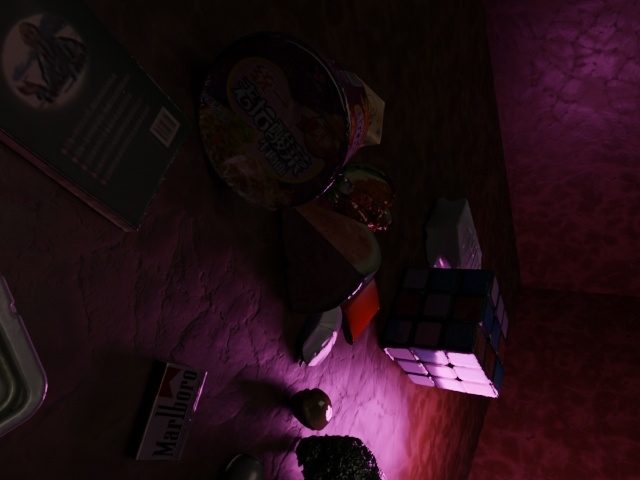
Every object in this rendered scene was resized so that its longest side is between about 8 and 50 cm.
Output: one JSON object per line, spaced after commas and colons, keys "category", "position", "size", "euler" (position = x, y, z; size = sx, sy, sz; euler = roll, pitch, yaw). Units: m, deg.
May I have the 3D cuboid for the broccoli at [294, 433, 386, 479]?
{"category": "broccoli", "position": [0.034, 0.656, 1.324], "size": [0.254, 0.269, 0.269], "euler": [-14, 104, -51]}

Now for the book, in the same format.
{"category": "book", "position": [-0.378, -0.217, 0.785], "size": [0.371, 0.043, 0.260], "euler": [50, 50, -47]}

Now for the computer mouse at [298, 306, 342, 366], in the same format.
{"category": "computer mouse", "position": [0.009, 0.255, 1.366], "size": [0.113, 0.068, 0.229], "euler": [56, 48, -39]}

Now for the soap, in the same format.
{"category": "soap", "position": [0.591, 0.057, 2.150], "size": [0.261, 0.156, 0.446], "euler": [-61, 139, -34]}

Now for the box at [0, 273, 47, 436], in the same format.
{"category": "box", "position": [-0.470, 0.082, 0.537], "size": [0.175, 0.182, 0.312], "euler": [-35, 121, -51]}

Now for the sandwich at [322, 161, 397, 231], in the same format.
{"category": "sandwich", "position": [0.129, -0.126, 1.421], "size": [0.212, 0.109, 0.292], "euler": [48, 29, -1]}

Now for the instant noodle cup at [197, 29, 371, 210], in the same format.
{"category": "instant noodle cup", "position": [-0.053, -0.259, 1.051], "size": [0.266, 0.339, 0.340], "euler": [-40, 125, -62]}

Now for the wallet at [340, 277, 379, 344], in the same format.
{"category": "wallet", "position": [0.121, 0.215, 1.553], "size": [0.204, 0.045, 0.142], "euler": [-41, 123, -48]}

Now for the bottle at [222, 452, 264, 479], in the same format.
{"category": "bottle", "position": [-0.208, 0.593, 1.062], "size": [0.096, 0.079, 0.254], "euler": [33, 59, -9]}

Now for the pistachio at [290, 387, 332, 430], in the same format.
{"category": "pistachio", "position": [-0.019, 0.450, 1.303], "size": [0.113, 0.113, 0.149], "euler": [-61, 139, -34]}

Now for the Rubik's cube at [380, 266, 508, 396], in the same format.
{"category": "Rubik's cube", "position": [0.480, 0.328, 1.819], "size": [0.362, 0.363, 0.359], "euler": [55, 45, -37]}

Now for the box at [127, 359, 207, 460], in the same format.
{"category": "box", "position": [-0.294, 0.330, 0.947], "size": [0.115, 0.035, 0.178], "euler": [36, 63, -51]}

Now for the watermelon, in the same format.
{"category": "watermelon", "position": [0.040, 0.016, 1.242], "size": [0.283, 0.250, 0.293], "euler": [-61, 142, -42]}

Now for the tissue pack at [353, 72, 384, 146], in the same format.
{"category": "tissue pack", "position": [0.110, -0.381, 1.455], "size": [0.196, 0.092, 0.148], "euler": [19, 76, -56]}
